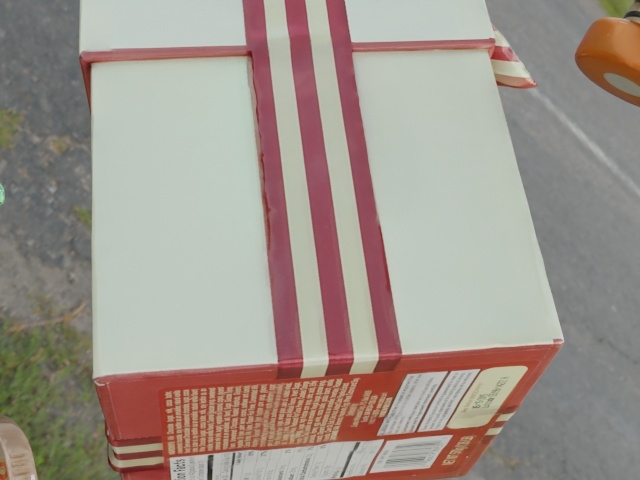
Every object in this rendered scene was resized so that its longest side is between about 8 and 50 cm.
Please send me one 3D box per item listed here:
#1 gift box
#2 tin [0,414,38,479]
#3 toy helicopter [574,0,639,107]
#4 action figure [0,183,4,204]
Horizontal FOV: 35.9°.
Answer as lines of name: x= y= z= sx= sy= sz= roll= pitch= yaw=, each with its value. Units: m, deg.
gift box: x=0.000 y=0.000 z=0.598 sx=0.276 sy=0.255 sz=0.258 roll=-2 pitch=61 yaw=-13
tin: x=-0.283 y=0.244 z=0.858 sx=0.040 sy=0.106 sz=0.190 roll=3 pitch=65 yaw=-50
toy helicopter: x=0.296 y=-0.139 z=0.554 sx=0.235 sy=0.140 sz=0.355 roll=31 pitch=-1 yaw=8
action figure: x=-0.455 y=-0.031 z=1.120 sx=0.137 sy=0.232 sz=0.063 roll=-69 pitch=140 yaw=-56
